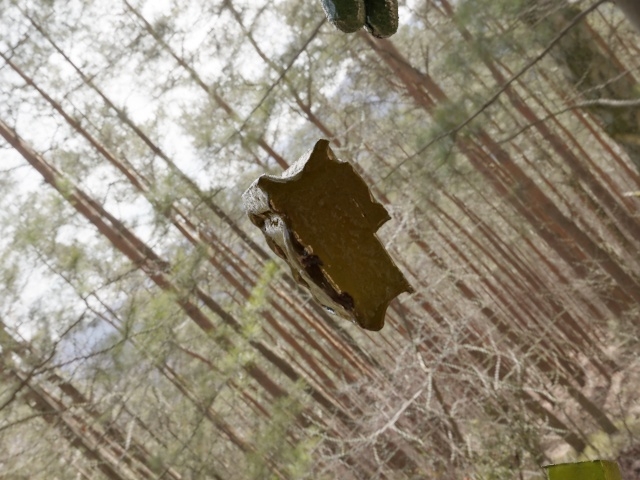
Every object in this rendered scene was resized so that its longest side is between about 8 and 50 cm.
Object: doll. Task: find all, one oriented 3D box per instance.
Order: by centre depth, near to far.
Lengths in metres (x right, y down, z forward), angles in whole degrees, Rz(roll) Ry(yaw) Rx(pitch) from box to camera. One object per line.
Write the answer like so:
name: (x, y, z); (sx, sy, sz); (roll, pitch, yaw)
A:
doll: (0.016, -0.217, 0.408); (0.115, 0.151, 0.077); (-17, -8, -34)

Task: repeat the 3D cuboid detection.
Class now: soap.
soap: (0.000, 0.000, 0.867); (0.143, 0.259, 0.281); (-36, 8, -13)

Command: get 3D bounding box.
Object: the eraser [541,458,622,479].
eraser: (0.198, 0.218, 0.396); (0.045, 0.097, 0.123); (-20, 62, 26)
